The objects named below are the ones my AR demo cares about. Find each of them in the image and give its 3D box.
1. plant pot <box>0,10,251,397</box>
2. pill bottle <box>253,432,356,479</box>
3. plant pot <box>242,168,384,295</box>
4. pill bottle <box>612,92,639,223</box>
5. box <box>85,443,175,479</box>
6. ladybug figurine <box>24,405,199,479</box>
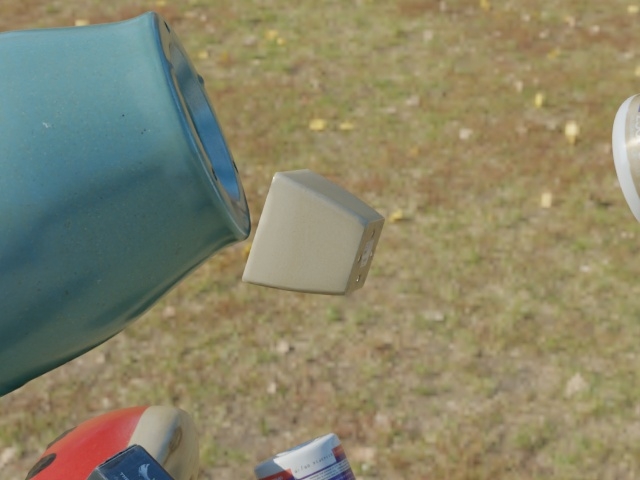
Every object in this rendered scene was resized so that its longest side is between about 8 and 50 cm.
[{"bbox_3d":[-0.199,-0.040,0.977,0.255,0.272,0.271,-22,23,4],"label":"plant pot"},{"bbox_3d":[0.006,0.330,1.510,0.108,0.193,0.108,-23,-5,-2],"label":"pill bottle"},{"bbox_3d":[0.000,0.000,1.256,0.096,0.109,0.109,21,10,14],"label":"plant pot"},{"bbox_3d":[0.427,-0.099,1.246,0.264,0.153,0.153,-16,10,37],"label":"pill bottle"},{"bbox_3d":[-0.103,0.280,0.873,0.232,0.183,0.059,43,24,12],"label":"box"},{"bbox_3d":[-0.248,0.325,1.411,0.162,0.305,0.449,19,15,2],"label":"ladybug figurine"}]
